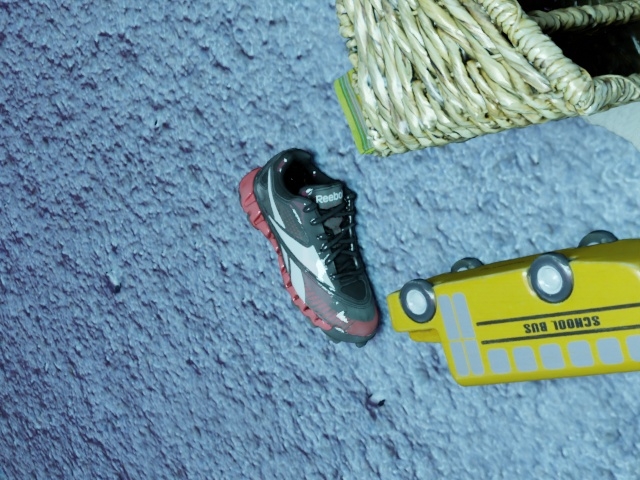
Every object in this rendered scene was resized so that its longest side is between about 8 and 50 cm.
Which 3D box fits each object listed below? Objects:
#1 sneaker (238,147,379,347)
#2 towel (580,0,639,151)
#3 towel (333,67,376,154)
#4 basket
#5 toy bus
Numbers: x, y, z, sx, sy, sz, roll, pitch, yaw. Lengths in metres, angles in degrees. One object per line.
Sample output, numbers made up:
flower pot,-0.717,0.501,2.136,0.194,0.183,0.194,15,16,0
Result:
sneaker,0.000,0.000,1.324,0.276,0.097,0.135,60,138,16
towel,0.317,-0.220,0.964,0.187,0.049,0.282,39,129,33
towel,0.105,-0.190,1.212,0.237,0.021,0.102,-31,81,46
basket,0.188,-0.203,0.849,0.223,0.299,0.214,-9,95,51
toy bus,0.227,0.074,1.106,0.332,0.108,0.130,-14,93,47
